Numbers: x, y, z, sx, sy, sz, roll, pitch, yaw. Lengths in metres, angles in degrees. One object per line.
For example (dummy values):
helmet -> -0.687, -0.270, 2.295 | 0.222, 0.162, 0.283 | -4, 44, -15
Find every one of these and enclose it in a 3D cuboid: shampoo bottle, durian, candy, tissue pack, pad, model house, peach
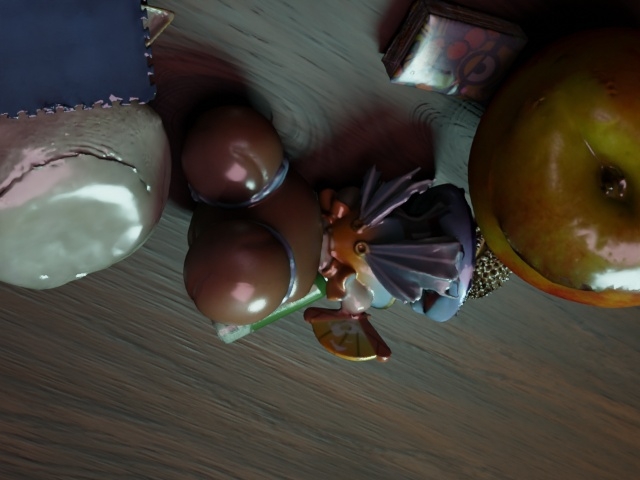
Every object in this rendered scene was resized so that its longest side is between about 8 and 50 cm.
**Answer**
shampoo bottle -> -0.053, 0.070, 2.098 | 0.204, 0.065, 0.065 | -26, 135, 7
durian -> 0.219, 0.044, 2.158 | 0.140, 0.071, 0.110 | -39, 132, 25
candy -> -0.314, -0.081, 1.776 | 0.295, 0.185, 0.295 | -18, 136, -19
tissue pack -> 0.164, -0.232, 1.876 | 0.148, 0.060, 0.108 | 11, 127, -28
pad -> -0.318, -0.262, 1.624 | 0.270, 0.012, 0.269 | -6, 102, -12
model house -> -0.231, -0.262, 1.709 | 0.100, 0.088, 0.100 | -26, 107, -27
peach -> 0.358, -0.090, 1.871 | 0.370, 0.370, 0.370 | -10, 135, -10

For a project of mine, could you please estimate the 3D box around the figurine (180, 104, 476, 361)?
figurine -> 0.000, 0.002, 1.928 | 0.388, 0.276, 0.248 | 5, 155, -20
